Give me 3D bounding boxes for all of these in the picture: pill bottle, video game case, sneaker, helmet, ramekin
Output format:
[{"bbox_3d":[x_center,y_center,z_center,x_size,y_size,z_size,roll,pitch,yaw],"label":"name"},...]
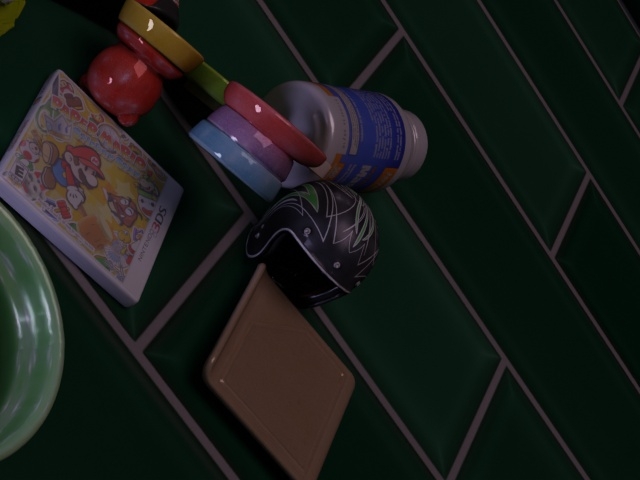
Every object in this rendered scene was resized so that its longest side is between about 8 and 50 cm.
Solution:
[{"bbox_3d":[0.037,-0.144,1.998,0.272,0.152,0.152,1,68,-52],"label":"pill bottle"},{"bbox_3d":[-0.272,-0.064,1.650,0.227,0.026,0.206,45,39,-26],"label":"video game case"},{"bbox_3d":[-0.291,-0.371,1.768,0.270,0.090,0.145,27,46,-44],"label":"sneaker"},{"bbox_3d":[0.000,0.000,1.848,0.169,0.161,0.169,31,47,-39],"label":"helmet"},{"bbox_3d":[-0.401,0.085,1.277,0.303,0.148,0.303,31,46,-39],"label":"ramekin"}]

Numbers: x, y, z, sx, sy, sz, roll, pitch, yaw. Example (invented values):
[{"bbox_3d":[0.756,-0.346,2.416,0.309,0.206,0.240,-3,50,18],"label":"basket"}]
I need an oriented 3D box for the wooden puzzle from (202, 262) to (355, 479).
[{"bbox_3d":[-0.054,0.180,1.777,0.239,0.044,0.221,55,35,-22],"label":"wooden puzzle"}]

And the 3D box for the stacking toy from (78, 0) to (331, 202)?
[{"bbox_3d":[-0.141,-0.142,1.757,0.309,0.130,0.279,39,0,18],"label":"stacking toy"}]

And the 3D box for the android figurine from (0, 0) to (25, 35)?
[{"bbox_3d":[-0.394,-0.299,1.504,0.273,0.056,0.248,-18,128,-58],"label":"android figurine"}]
